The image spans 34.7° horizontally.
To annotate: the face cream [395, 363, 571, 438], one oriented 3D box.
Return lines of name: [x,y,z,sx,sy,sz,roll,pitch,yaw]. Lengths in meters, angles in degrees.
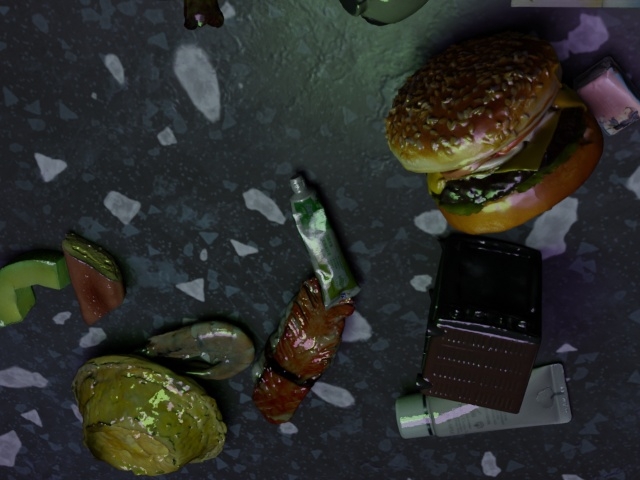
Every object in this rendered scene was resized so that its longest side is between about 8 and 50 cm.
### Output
face cream: [0.297,0.306,1.883,0.315,0.089,0.143,-9,120,12]

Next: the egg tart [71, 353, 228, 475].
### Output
egg tart: [-0.352,0.372,2.040,0.346,0.132,0.345,9,139,8]

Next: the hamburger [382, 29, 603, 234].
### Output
hamburger: [0.238,-0.160,1.456,0.291,0.291,0.225,-22,121,27]

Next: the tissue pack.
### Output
tissue pack: [0.423,-0.212,1.498,0.094,0.058,0.074,44,126,-15]

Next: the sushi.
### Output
sushi: [-0.045,0.208,1.886,0.124,0.130,0.332,24,132,-8]

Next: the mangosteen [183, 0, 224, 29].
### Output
mangosteen: [-0.200,-0.451,1.360,0.297,0.293,0.297,8,136,8]

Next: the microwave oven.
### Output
microwave oven: [0.260,0.125,1.666,0.178,0.247,0.188,9,127,6]

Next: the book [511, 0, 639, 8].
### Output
book: [0.406,-0.410,1.386,0.290,0.026,0.201,2,126,13]

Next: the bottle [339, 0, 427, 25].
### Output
bottle: [0.054,-0.458,1.365,0.169,0.168,0.347,-12,122,22]

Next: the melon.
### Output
melon: [-0.565,0.083,1.974,0.210,0.064,0.118,-22,115,25]

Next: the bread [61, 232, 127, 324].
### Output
bread: [-0.416,0.079,1.925,0.119,0.067,0.192,9,125,19]

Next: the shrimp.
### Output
shrimp: [-0.240,0.220,1.984,0.254,0.059,0.145,-18,125,23]

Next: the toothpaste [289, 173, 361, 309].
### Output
toothpaste: [0.000,0.000,1.753,0.078,0.047,0.247,-29,112,-17]
